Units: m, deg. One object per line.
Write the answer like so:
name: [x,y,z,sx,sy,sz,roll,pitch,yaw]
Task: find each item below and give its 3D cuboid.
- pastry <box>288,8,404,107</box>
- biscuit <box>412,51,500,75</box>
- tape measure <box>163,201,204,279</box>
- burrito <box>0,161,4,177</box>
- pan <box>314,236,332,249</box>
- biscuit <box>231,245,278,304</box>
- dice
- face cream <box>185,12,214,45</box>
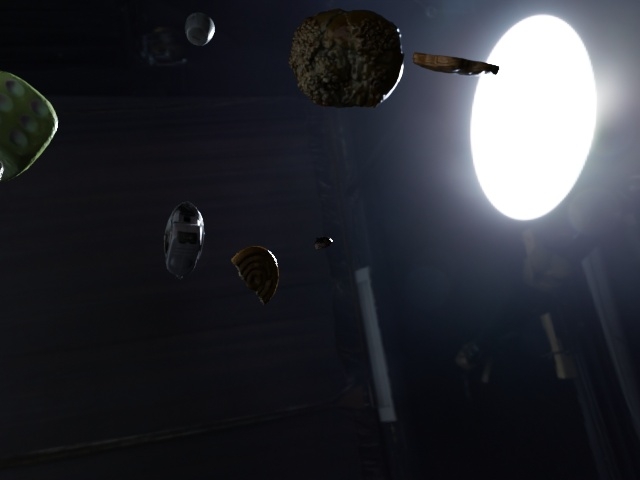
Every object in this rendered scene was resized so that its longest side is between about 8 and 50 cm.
pastry: [0.059,-0.473,1.487,0.162,0.310,0.255,-52,142,-64]
biscuit: [0.436,-0.558,1.815,0.376,0.269,0.051,-37,137,-67]
tape measure: [-0.417,-0.006,1.723,0.236,0.120,0.197,119,-28,-49]
burrito: [-0.674,-0.103,1.140,0.042,0.051,0.171,41,21,-44]
pan: [0.000,-0.001,2.015,0.023,0.068,0.115,67,-10,-22]
biscuit: [-0.198,0.104,1.880,0.033,0.144,0.224,14,-39,43]
dice: [-1.001,-0.349,1.747,0.254,0.249,0.252,44,42,-39]
face cream: [-0.382,-0.663,1.783,0.095,0.091,0.091,-94,-171,-47]
